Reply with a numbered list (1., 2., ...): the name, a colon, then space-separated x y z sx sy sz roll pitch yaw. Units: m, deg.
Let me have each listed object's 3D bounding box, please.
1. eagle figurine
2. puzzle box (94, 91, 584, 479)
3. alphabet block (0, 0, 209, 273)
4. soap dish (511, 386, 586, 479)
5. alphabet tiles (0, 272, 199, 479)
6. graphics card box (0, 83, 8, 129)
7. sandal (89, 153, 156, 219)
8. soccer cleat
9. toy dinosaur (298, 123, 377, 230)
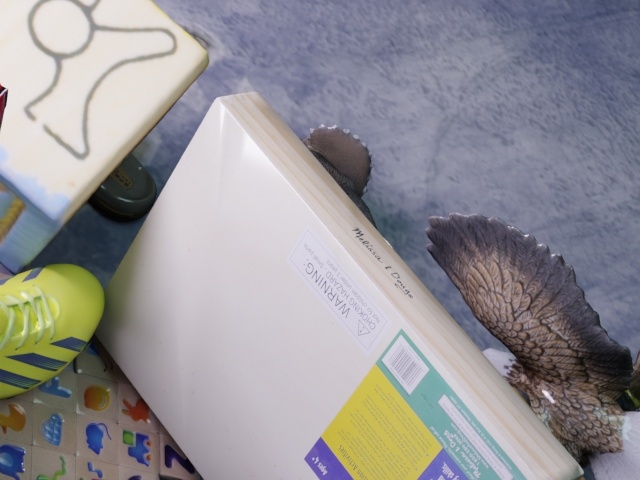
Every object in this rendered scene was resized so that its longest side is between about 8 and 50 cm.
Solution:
1. eagle figurine: 0.192 0.131 1.809 0.298 0.225 0.226 24 57 -38
2. puzzle box: -0.005 0.119 1.507 0.052 0.272 0.409 -14 57 -47
3. alphabet block: -0.239 -0.120 1.589 0.192 0.193 0.197 44 67 -7
4. soap dish: 0.148 0.253 1.608 0.118 0.229 0.291 -43 102 -28
5. alphabet tiles: -0.188 0.150 1.611 0.198 0.009 0.237 17 51 -29
6. graphics card box: -0.411 -0.088 1.360 0.371 0.233 0.094 30 43 11
7. sandal: -0.227 -0.108 1.729 0.219 0.060 0.090 45 43 -3
8. soccer cleat: -0.274 0.074 1.506 0.289 0.121 0.093 -20 71 -41
9. toy dinosaur: 0.000 0.000 1.792 0.160 0.121 0.313 1 56 -28
